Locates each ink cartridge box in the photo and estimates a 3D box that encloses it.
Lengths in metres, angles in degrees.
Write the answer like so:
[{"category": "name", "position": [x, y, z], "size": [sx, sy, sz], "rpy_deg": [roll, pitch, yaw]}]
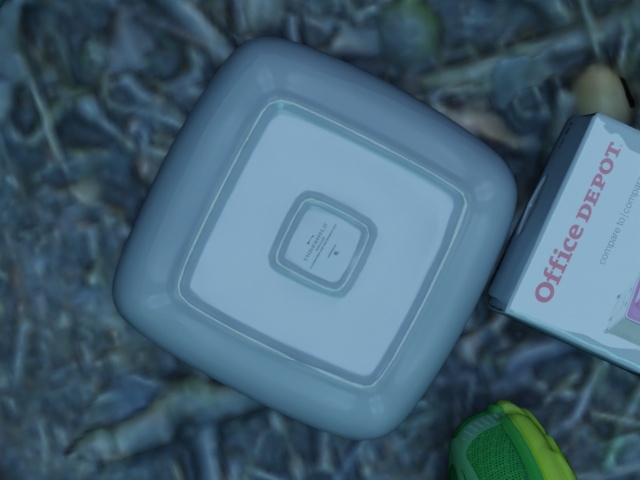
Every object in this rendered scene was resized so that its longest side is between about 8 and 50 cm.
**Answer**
[{"category": "ink cartridge box", "position": [0.141, 0.012, 0.680], "size": [0.122, 0.052, 0.088], "rpy_deg": [24, 91, -2]}]

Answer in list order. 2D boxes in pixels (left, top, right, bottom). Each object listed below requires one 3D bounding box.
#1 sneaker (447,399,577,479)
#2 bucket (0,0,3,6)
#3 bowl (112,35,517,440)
[{"category": "sneaker", "position": [0.045, 0.209, 0.655], "size": [0.124, 0.109, 0.295], "rpy_deg": [8, 92, -7]}, {"category": "bucket", "position": [-0.250, -0.134, 0.591], "size": [0.281, 0.183, 0.281], "rpy_deg": [0, 92, -3]}, {"category": "bowl", "position": [0.000, 0.000, 0.674], "size": [0.142, 0.053, 0.142], "rpy_deg": [28, 89, -4]}]
